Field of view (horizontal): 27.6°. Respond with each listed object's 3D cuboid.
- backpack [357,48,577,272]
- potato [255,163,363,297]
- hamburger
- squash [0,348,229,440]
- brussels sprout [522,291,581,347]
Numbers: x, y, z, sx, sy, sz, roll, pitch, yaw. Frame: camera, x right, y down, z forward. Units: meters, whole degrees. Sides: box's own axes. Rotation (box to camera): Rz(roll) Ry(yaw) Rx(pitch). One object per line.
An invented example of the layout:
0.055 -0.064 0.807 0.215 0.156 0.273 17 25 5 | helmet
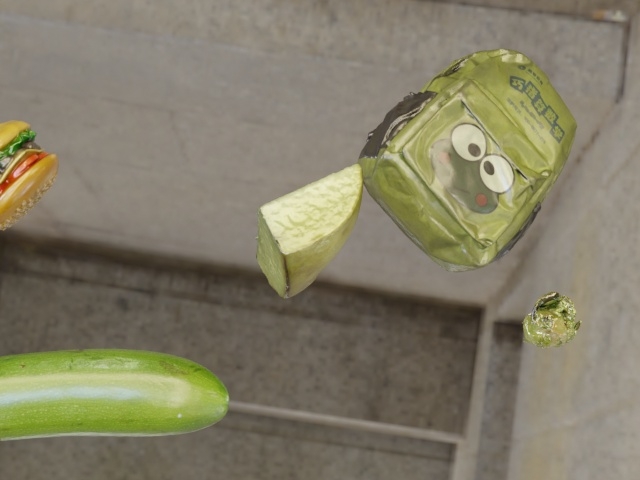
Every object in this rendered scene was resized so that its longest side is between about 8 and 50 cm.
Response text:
0.171 -0.097 1.477 0.207 0.253 0.140 47 155 -10 | backpack
0.000 0.000 1.363 0.120 0.081 0.149 -23 162 -13 | potato
-0.436 -0.088 1.791 0.115 0.162 0.162 43 165 -3 | hamburger
-0.230 0.140 1.193 0.292 0.082 0.082 -1 169 -3 | squash
0.316 0.111 1.783 0.085 0.085 0.058 9 -177 -4 | brussels sprout
